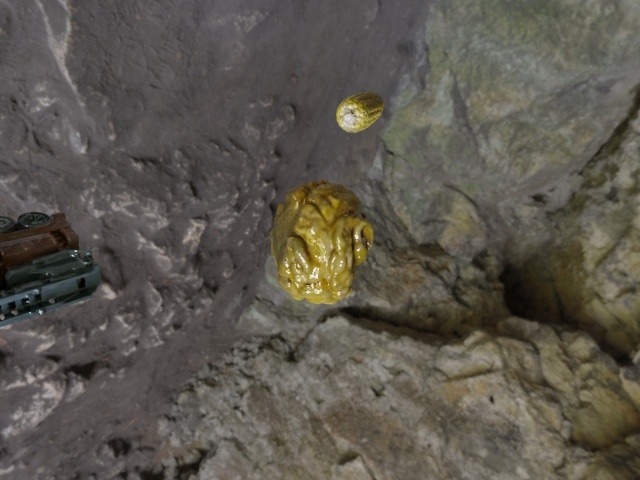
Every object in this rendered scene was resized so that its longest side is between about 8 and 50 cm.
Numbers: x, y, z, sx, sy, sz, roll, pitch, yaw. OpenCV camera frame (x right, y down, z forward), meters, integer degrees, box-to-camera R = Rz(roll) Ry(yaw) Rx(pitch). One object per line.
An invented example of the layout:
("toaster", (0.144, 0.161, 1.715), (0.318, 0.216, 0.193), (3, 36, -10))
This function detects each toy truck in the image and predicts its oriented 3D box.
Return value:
("toy truck", (-0.530, 0.071, 0.790), (0.338, 0.184, 0.133), (-19, 130, -43))

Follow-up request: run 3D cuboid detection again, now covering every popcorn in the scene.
("popcorn", (0.000, 0.000, 1.034), (0.189, 0.250, 0.250), (-4, 146, -20))

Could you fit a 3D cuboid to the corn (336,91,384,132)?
("corn", (0.081, -0.253, 1.007), (0.067, 0.067, 0.206), (-57, 175, 27))
